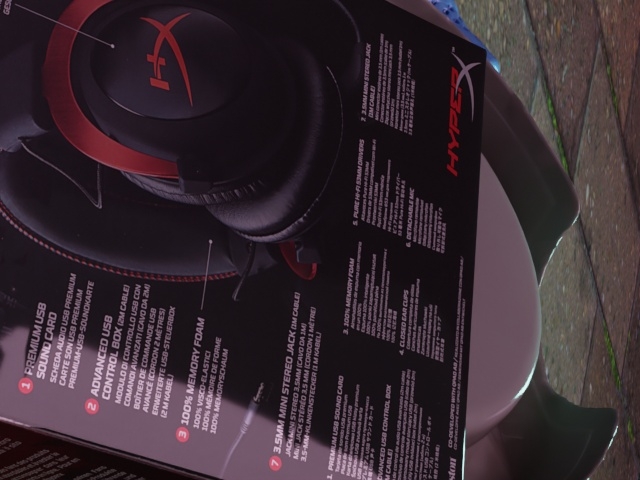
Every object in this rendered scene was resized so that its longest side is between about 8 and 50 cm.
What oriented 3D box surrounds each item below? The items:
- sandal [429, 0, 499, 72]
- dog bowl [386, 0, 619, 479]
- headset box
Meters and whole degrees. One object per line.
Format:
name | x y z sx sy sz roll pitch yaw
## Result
sandal | 0.066 -0.122 1.268 0.126 0.138 0.317 35 58 -65
dog bowl | 0.000 0.000 0.905 0.349 0.102 0.349 29 42 -30
headset box | -0.086 -0.014 0.647 0.293 0.110 0.218 21 61 -31
